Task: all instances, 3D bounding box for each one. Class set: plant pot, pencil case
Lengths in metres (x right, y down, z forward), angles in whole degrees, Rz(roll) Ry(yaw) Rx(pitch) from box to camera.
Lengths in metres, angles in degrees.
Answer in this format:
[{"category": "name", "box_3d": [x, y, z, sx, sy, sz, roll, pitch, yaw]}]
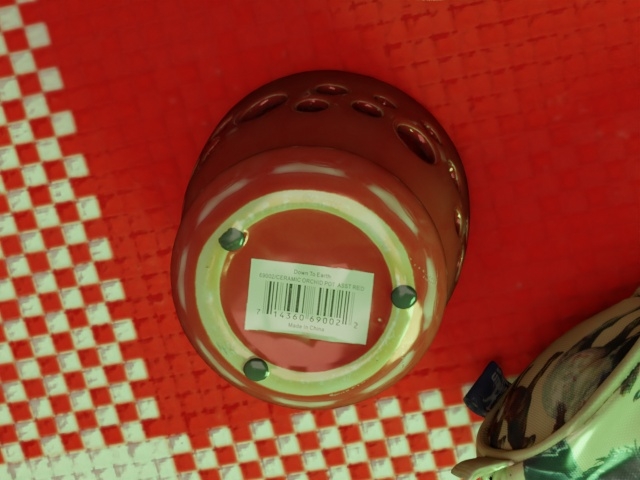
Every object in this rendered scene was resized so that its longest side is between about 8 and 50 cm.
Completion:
[{"category": "plant pot", "box_3d": [0.000, 0.000, 1.056, 0.191, 0.174, 0.191, 2, 107, 5]}, {"category": "pencil case", "box_3d": [0.266, 0.235, 1.113, 0.183, 0.160, 0.410, -38, 102, -1]}]
